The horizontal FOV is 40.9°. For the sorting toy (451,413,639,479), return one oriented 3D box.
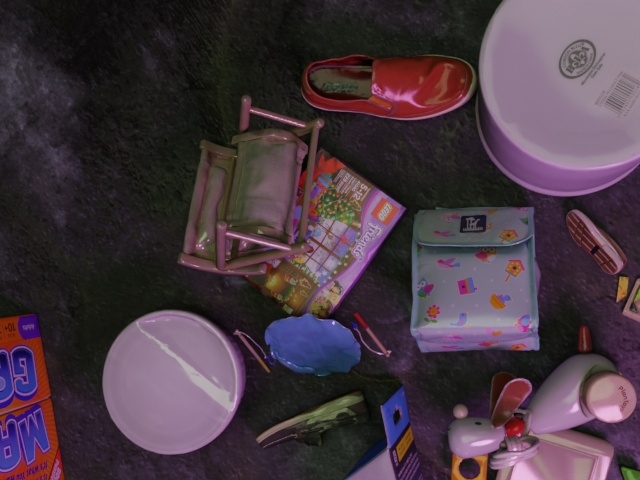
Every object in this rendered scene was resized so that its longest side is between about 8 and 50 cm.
[{"bbox_3d":[0.409,0.428,1.540,0.348,0.047,0.195,16,88,11],"label":"sorting toy"}]

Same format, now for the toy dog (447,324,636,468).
[{"bbox_3d":[0.375,0.254,1.473,0.334,0.220,0.160,-18,85,-14],"label":"toy dog"}]

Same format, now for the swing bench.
[{"bbox_3d":[-0.129,-0.085,1.544,0.165,0.255,0.253,15,70,-21],"label":"swing bench"}]

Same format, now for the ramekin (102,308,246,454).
[{"bbox_3d":[-0.266,0.262,1.642,0.273,0.127,0.272,0,89,13],"label":"ramekin"}]

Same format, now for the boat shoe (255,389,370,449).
[{"bbox_3d":[-0.013,0.352,1.612,0.224,0.080,0.073,-26,79,6],"label":"boat shoe"}]

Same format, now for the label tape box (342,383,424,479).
[{"bbox_3d":[0.118,0.441,1.502,0.106,0.241,0.333,-15,85,13],"label":"label tape box"}]

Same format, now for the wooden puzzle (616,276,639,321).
[{"bbox_3d":[0.580,0.111,1.523,0.116,0.014,0.078,17,93,11],"label":"wooden puzzle"}]

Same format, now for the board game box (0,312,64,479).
[{"bbox_3d":[-0.757,0.351,1.626,0.357,0.356,0.356,-11,88,11],"label":"board game box"}]

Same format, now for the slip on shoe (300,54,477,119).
[{"bbox_3d":[0.121,-0.289,1.583,0.332,0.101,0.122,3,88,11],"label":"slip on shoe"}]

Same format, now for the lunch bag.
[{"bbox_3d":[0.274,0.056,1.516,0.224,0.160,0.262,-2,66,15],"label":"lunch bag"}]

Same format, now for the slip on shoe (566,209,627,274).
[{"bbox_3d":[0.494,-0.002,1.531,0.041,0.051,0.135,-29,71,-30],"label":"slip on shoe"}]

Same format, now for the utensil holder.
[{"bbox_3d":[0.407,-0.246,1.377,0.328,0.385,0.327,0,89,13],"label":"utensil holder"}]

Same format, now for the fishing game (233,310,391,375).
[{"bbox_3d":[-0.011,0.189,1.588,0.264,0.189,0.041,-15,42,28],"label":"fishing game"}]

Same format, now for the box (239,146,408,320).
[{"bbox_3d":[0.000,0.000,1.625,0.201,0.057,0.293,36,96,10],"label":"box"}]
